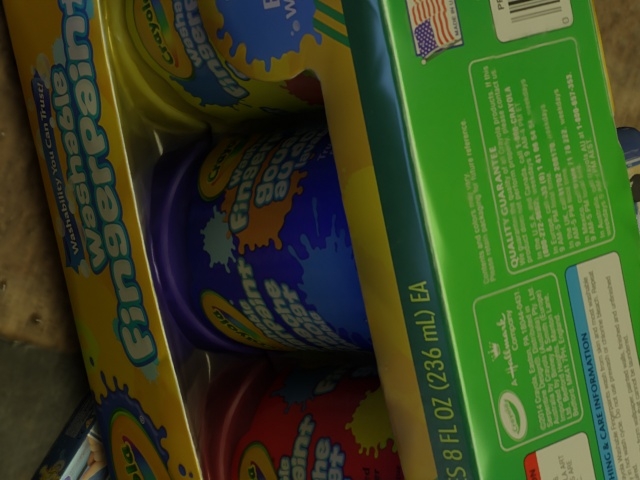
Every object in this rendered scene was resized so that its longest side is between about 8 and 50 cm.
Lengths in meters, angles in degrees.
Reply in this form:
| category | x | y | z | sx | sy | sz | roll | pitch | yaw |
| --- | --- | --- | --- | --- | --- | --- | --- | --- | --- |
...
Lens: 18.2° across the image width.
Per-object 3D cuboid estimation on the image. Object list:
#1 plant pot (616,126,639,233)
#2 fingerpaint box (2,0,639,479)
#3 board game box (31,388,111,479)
| category | x | y | z | sx | sy | sz | roll | pitch | yaw |
| --- | --- | --- | --- | --- | --- | --- | --- | --- | --- |
| plant pot | 0.107 | 0.037 | 1.381 | 0.236 | 0.212 | 0.236 | -15 | 103 | -32 |
| fingerpaint box | 0.000 | 0.000 | 1.182 | 0.163 | 0.371 | 0.444 | -17 | 99 | -37 |
| board game box | -0.137 | 0.196 | 1.342 | 0.136 | 0.035 | 0.201 | 40 | 73 | -29 |
